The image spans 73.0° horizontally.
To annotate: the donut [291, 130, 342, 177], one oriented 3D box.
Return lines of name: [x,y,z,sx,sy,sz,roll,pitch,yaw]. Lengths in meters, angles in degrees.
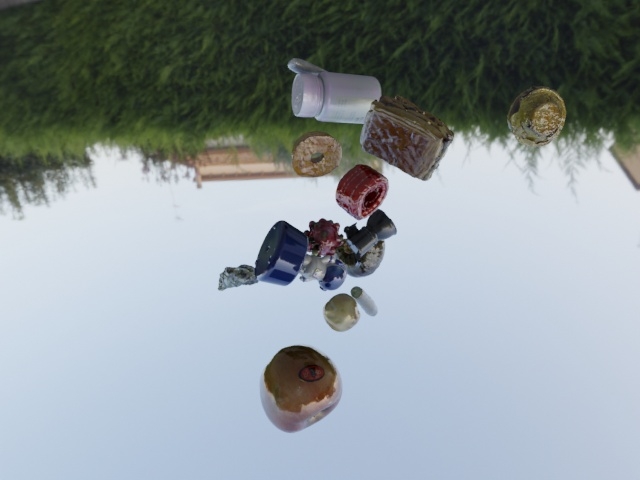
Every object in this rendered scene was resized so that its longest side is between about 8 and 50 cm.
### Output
donut: [-0.029,-0.460,2.294,0.277,0.278,0.108,-9,-137,-13]

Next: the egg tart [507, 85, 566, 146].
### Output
egg tart: [0.865,-0.486,1.711,0.240,0.241,0.106,-3,-162,0]

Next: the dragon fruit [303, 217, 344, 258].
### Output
dragon fruit: [-0.003,-0.001,2.232,0.272,0.219,0.198,-26,-167,-38]

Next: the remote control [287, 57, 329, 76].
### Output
remote control: [-0.051,-0.809,2.080,0.229,0.073,0.044,13,-125,-32]

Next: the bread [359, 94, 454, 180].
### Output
bread: [0.327,-0.401,1.631,0.324,0.277,0.167,27,-116,6]

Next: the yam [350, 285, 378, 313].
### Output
yam: [0.230,0.316,2.205,0.083,0.083,0.371,5,161,21]

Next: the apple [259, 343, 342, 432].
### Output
apple: [-0.083,0.564,1.716,0.338,0.339,0.305,-17,-123,-31]

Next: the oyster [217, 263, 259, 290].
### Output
oyster: [-0.378,0.165,1.993,0.251,0.199,0.087,3,-122,11]

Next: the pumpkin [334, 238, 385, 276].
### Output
pumpkin: [0.221,0.090,2.426,0.324,0.232,0.242,2,-169,45]

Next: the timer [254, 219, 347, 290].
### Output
timer: [-0.058,0.103,1.843,0.383,0.270,0.270,23,-167,-21]

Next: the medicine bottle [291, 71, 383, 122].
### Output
medicine bottle: [0.075,-0.648,1.965,0.378,0.214,0.213,-2,-160,-20]

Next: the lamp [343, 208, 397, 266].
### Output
lamp: [0.198,-0.022,1.897,0.227,0.172,0.147,-37,170,-12]

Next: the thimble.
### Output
thimble: [0.153,-0.183,1.599,0.125,0.163,0.190,37,-96,34]

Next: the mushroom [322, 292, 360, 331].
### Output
mushroom: [0.080,0.271,1.625,0.147,0.148,0.112,0,178,9]
